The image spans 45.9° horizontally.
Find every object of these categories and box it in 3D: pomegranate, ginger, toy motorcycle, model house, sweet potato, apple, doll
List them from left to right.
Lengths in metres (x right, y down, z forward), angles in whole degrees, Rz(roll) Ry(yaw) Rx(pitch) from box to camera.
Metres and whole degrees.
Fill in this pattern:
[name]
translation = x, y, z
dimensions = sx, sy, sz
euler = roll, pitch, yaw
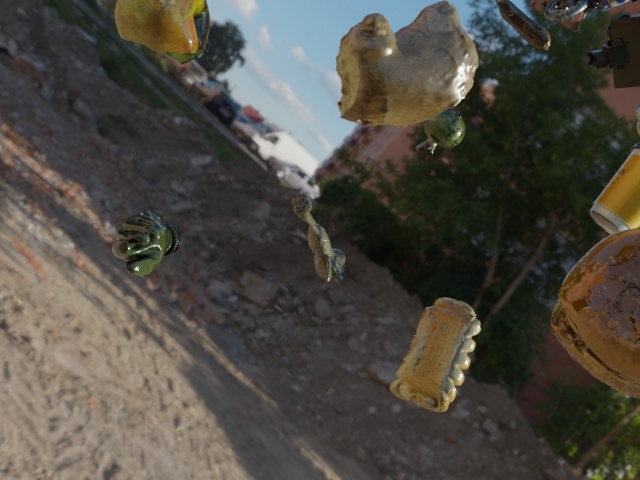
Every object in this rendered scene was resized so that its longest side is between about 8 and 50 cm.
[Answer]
[apple]
translation = -0.414, -0.578, 1.973
dimensions = 0.227, 0.246, 0.246
euler = 6, -6, 12
[doll]
translation = -0.006, -0.008, 1.972
dimensions = 0.285, 0.091, 0.202
euler = 62, -5, -19
[ginger]
translation = 0.139, -0.302, 1.277
dimensions = 0.221, 0.275, 0.130
euler = 47, -6, -32
[pomegranate]
translation = 0.326, -0.296, 2.073
dimensions = 0.122, 0.161, 0.122
euler = 41, -3, 2
[sweet potato]
translation = 0.626, -0.676, 2.340
dimensions = 0.233, 0.062, 0.081
euler = 35, 6, -18
[toy motorcycle]
translation = 0.547, -0.503, 1.414
dimensions = 0.169, 0.315, 0.113
euler = 5, -45, 47
[model house]
translation = 0.926, -0.579, 2.300
dimensions = 0.204, 0.244, 0.211
euler = -107, -175, -71

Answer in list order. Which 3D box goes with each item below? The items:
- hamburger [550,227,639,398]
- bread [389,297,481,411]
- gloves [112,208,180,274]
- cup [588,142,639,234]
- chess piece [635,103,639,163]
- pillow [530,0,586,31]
[hamburger]
translation = 0.589, 0.128, 1.381
dimensions = 0.284, 0.304, 0.174
euler = 33, -25, 33
[bread]
translation = 0.327, 0.310, 2.064
dimensions = 0.173, 0.311, 0.121
euler = 21, -13, 25
[gloves]
translation = -0.360, 0.002, 1.543
dimensions = 0.107, 0.135, 0.268
euler = 0, 0, 0
[cup]
translation = 0.931, -0.146, 2.211
dimensions = 0.196, 0.279, 0.196
euler = 42, 2, -1
[chess piece]
translation = 0.838, -0.211, 1.846
dimensions = 0.133, 0.133, 0.243
euler = -133, -151, -59
[pillow]
translation = 0.693, -0.683, 2.171
dimensions = 0.171, 0.075, 0.179
euler = 31, -15, 9
